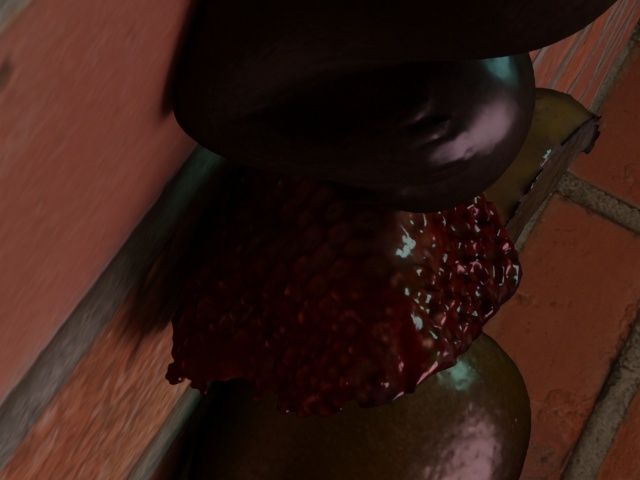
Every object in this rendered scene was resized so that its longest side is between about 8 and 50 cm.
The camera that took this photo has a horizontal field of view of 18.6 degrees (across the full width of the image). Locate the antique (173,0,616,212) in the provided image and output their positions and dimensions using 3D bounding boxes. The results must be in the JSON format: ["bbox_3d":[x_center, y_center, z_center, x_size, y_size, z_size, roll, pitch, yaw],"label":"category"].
[{"bbox_3d":[0.038,-0.100,0.709,0.121,0.143,0.257,-59,174,-37],"label":"antique"}]

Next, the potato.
[{"bbox_3d":[0.151,-0.045,1.753,0.243,0.098,0.138,-54,167,-14],"label":"potato"}]

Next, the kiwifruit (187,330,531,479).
[{"bbox_3d":[0.019,0.138,1.191,0.234,0.196,0.196,-63,172,0],"label":"kiwifruit"}]

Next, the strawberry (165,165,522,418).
[{"bbox_3d":[0.006,-0.002,0.883,0.175,0.107,0.236,-23,-170,-29],"label":"strawberry"}]
